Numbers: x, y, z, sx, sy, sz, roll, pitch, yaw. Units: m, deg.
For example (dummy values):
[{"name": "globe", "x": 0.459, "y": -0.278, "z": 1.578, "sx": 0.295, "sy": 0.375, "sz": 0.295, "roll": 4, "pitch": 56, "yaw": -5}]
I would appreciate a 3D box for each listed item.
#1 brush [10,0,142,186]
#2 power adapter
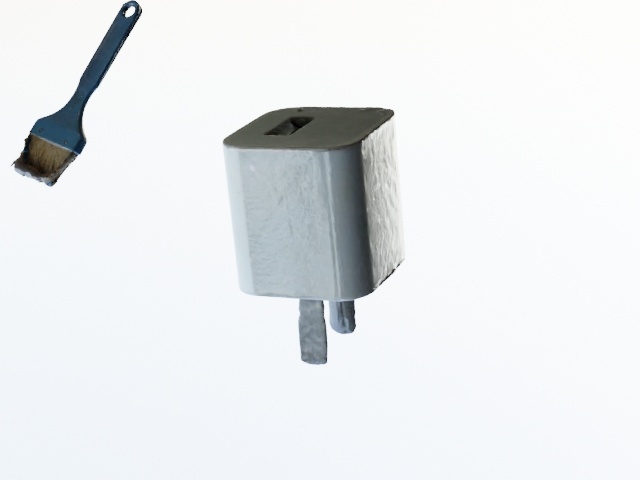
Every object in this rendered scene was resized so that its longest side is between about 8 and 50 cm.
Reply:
[{"name": "brush", "x": -0.183, "y": -0.117, "z": 1.122, "sx": 0.051, "sy": 0.164, "sz": 0.014, "roll": 22, "pitch": 168, "yaw": 29}, {"name": "power adapter", "x": 0.000, "y": 0.000, "z": 1.221, "sx": 0.125, "sy": 0.204, "sz": 0.130, "roll": 3, "pitch": -160, "yaw": 22}]
